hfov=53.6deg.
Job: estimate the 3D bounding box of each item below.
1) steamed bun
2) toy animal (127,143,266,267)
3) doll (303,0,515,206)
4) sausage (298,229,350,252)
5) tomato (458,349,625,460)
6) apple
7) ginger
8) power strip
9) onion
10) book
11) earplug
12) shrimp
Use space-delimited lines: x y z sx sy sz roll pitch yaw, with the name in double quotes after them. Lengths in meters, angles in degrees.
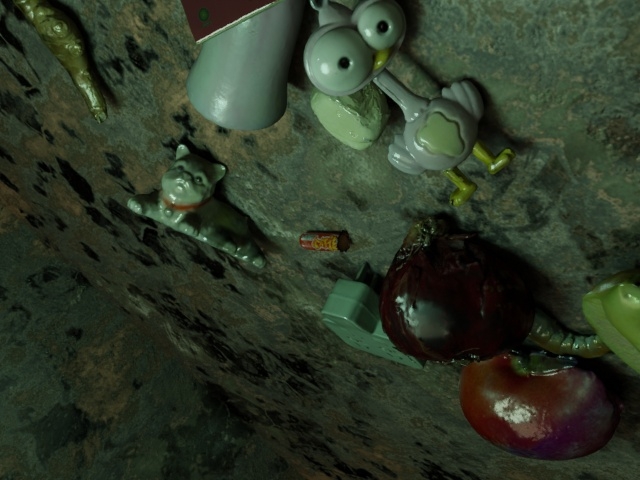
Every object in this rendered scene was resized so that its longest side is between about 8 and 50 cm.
0.050 -0.213 1.000 0.130 0.091 0.112 37 158 -1 "steamed bun"
-0.243 -0.072 1.468 0.307 0.188 0.266 23 170 3 "toy animal"
0.114 -0.211 0.900 0.160 0.094 0.365 -42 108 16 "doll"
0.000 0.000 1.389 0.145 0.048 0.050 4 131 47 "sausage"
0.431 0.355 1.272 0.334 0.176 0.289 4 148 45 "tomato"
0.518 0.133 0.967 0.265 0.120 0.193 44 162 -6 "apple"
-0.546 -0.408 1.359 0.147 0.081 0.334 17 143 38 "ginger"
0.119 0.167 1.442 0.229 0.141 0.261 10 154 39 "power strip"
0.242 0.112 1.134 0.280 0.281 0.221 24 -170 21 "onion"
-0.140 -0.399 0.830 0.162 0.022 0.232 -16 95 28 "book"
-0.096 -0.327 0.948 0.172 0.172 0.301 35 143 4 "earplug"
0.450 0.159 1.137 0.161 0.049 0.166 38 148 -7 "shrimp"
